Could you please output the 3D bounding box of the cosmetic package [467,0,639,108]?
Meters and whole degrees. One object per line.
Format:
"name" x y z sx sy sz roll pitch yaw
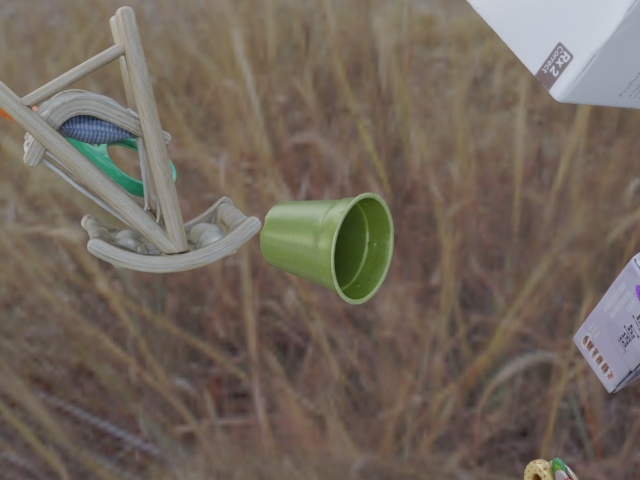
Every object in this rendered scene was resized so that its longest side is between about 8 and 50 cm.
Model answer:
"cosmetic package" 0.250 -0.212 1.388 0.183 0.151 0.151 1 43 -46

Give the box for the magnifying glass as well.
"magnifying glass" -0.267 -0.111 1.861 0.231 0.026 0.092 26 32 -19

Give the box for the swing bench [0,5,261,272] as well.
"swing bench" -0.199 -0.083 1.660 0.165 0.255 0.253 -31 9 -6

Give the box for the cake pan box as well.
"cake pan box" 0.339 0.012 1.349 0.245 0.267 0.070 -34 77 -10

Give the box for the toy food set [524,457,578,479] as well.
"toy food set" 0.208 0.233 1.468 0.020 0.082 0.083 -1 84 -24

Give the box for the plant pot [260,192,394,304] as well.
"plant pot" 0.000 0.000 1.247 0.079 0.083 0.083 11 41 33
